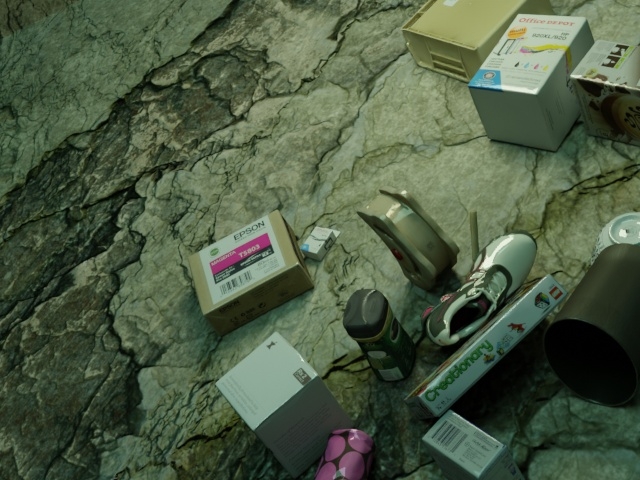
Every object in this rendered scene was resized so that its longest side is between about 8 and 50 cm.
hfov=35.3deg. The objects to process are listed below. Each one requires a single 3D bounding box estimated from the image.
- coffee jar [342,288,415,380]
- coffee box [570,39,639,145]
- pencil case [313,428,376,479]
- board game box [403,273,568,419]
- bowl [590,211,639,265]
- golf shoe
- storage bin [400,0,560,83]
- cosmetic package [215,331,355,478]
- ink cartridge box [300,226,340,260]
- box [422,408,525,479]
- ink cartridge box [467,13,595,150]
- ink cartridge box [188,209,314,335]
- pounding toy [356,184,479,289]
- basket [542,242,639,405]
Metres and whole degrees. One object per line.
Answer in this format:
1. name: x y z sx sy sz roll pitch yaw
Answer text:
1. coffee jar: 0.107 0.172 1.840 0.079 0.184 0.096 -5 49 27
2. coffee box: 0.655 -0.271 1.943 0.297 0.168 0.119 20 64 42
3. pencil case: 0.022 0.428 1.728 0.098 0.095 0.209 -11 42 43
4. board game box: 0.280 0.188 1.733 0.305 0.193 0.053 -41 83 -10
5. bowl: 0.563 0.004 1.808 0.170 0.080 0.170 -16 46 17
6. golf shoe: 0.306 0.095 1.828 0.273 0.105 0.120 -46 10 -3
7. storage bin: 0.370 -0.513 2.366 0.262 0.123 0.260 -46 44 -14
8. cosmetic package: -0.063 0.298 1.823 0.151 0.183 0.151 -41 43 -9
9. ink cartridge box: 0.000 0.000 2.175 0.048 0.028 0.083 15 59 38
10. box: 0.250 0.358 1.620 0.072 0.137 0.126 -45 44 -15
11. ink cartridge box: 0.457 -0.338 2.118 0.171 0.168 0.232 15 60 40
12. ink cartridge box: -0.153 0.067 2.160 0.235 0.088 0.193 -29 44 5
13. pounding toy: 0.214 -0.009 1.953 0.155 0.269 0.154 -44 4 -12
14. basket: 0.487 0.124 1.678 0.154 0.204 0.227 3 44 38
